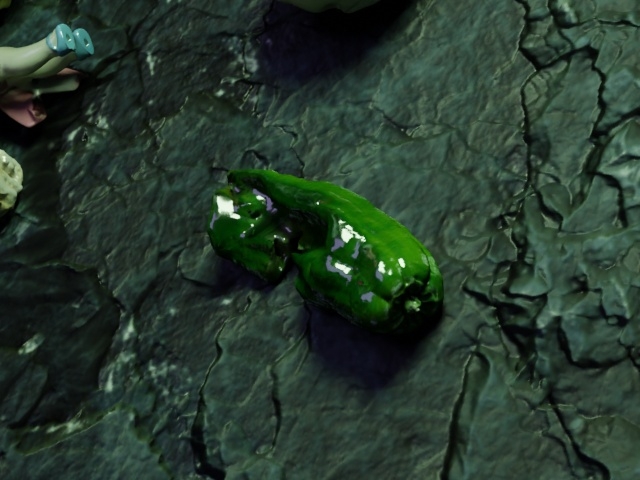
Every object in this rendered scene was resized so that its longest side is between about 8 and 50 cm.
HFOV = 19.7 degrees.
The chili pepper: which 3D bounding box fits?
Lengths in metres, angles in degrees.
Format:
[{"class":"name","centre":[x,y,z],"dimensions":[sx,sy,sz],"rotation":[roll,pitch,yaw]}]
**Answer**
[{"class":"chili pepper","centre":[-0.001,0.001,1.513],"dimensions":[0.253,0.083,0.099],"rotation":[25,87,46]}]

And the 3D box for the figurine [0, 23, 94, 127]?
[{"class":"figurine","centre":[-0.348,-0.141,1.808],"dimensions":[0.260,0.205,0.103],"rotation":[-20,96,20]}]

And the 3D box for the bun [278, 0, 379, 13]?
[{"class":"bun","centre":[0.018,-0.264,1.641],"dimensions":[0.173,0.120,0.173],"rotation":[-20,26,10]}]

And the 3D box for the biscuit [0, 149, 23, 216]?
[{"class":"biscuit","centre":[-0.496,-0.004,1.826],"dimensions":[0.426,0.144,0.078],"rotation":[-25,49,23]}]

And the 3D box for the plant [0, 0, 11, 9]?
[{"class":"plant","centre":[-0.413,-0.375,1.977],"dimensions":[0.306,0.297,0.261],"rotation":[-8,25,50]}]
